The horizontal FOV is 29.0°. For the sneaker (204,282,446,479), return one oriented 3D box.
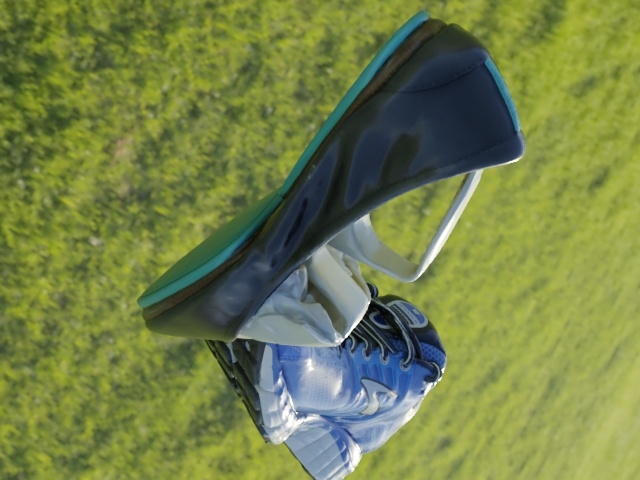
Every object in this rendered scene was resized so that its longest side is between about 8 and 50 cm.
[{"bbox_3d":[0.005,0.077,0.918,0.147,0.130,0.330,-35,155,0],"label":"sneaker"}]

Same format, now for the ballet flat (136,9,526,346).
[{"bbox_3d":[0.000,0.000,0.646,0.280,0.096,0.095,-42,-177,43],"label":"ballet flat"}]
